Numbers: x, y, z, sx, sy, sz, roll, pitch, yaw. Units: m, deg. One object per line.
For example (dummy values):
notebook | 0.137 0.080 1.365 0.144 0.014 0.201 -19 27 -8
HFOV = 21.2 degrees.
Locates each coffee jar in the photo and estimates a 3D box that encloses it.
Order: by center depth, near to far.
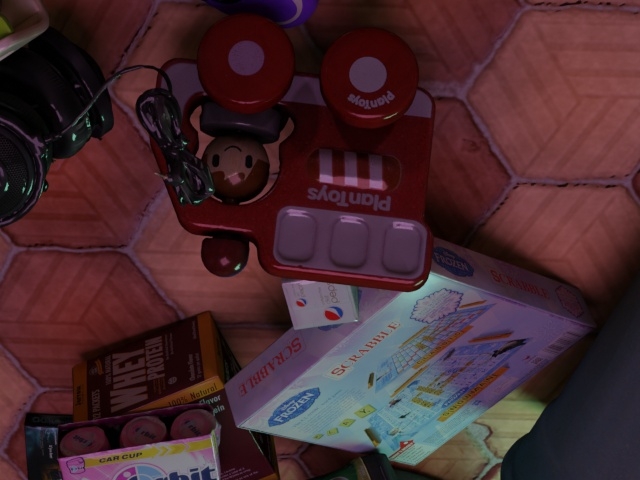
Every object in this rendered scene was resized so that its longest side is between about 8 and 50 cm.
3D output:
coffee jar | 0.010 0.328 2.086 0.184 0.096 0.079 -18 152 -8

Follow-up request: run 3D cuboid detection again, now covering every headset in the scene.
headset | -0.290 -0.094 1.742 0.394 0.243 0.185 -7 121 37

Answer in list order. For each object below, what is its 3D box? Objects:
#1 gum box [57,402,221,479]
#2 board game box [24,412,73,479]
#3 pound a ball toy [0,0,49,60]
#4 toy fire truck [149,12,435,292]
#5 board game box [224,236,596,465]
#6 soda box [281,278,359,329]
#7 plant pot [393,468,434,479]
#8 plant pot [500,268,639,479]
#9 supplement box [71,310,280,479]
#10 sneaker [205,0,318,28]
gum box | -0.205 0.260 1.999 0.188 0.062 0.107 -8 126 -3
board game box | -0.320 0.304 2.242 0.126 0.026 0.186 3 128 -2
pound a ball toy | -0.415 -0.236 1.684 0.319 0.136 0.208 -30 98 22
toy fire truck | -0.027 -0.082 1.762 0.302 0.253 0.169 6 167 -2
board game box | 0.107 0.135 2.007 0.318 0.066 0.319 19 129 -44
soda box | 0.000 0.000 1.878 0.074 0.216 0.069 -9 126 7
plant pot | 0.080 0.442 2.222 0.252 0.248 0.247 38 121 -7
plant pot | 0.428 0.204 1.986 0.341 0.341 0.334 15 120 -11
supplement box | -0.177 0.225 2.099 0.191 0.129 0.194 -22 125 7
sneaker | -0.132 -0.278 1.703 0.293 0.146 0.102 30 122 -21
